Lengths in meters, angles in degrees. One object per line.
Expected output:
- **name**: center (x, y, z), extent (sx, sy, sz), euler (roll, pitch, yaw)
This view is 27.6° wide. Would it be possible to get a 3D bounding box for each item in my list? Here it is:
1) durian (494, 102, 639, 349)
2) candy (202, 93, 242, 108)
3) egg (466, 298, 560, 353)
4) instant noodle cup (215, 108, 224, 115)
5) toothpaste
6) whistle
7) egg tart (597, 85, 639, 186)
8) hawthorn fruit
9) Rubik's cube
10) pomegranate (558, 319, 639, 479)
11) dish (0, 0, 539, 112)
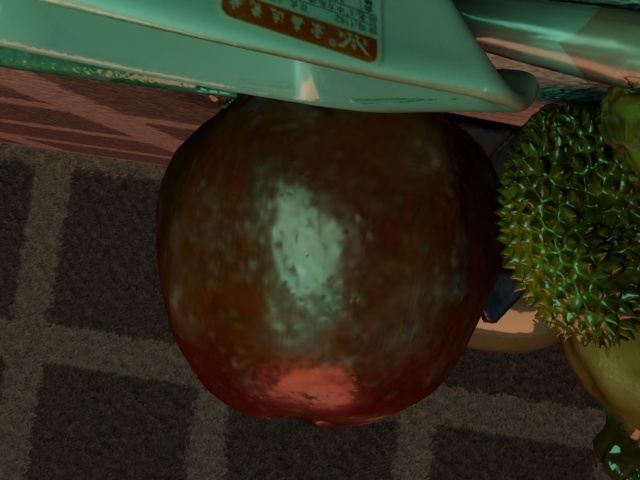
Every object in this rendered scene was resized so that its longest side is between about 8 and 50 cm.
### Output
- **durian**: center (0.190, -0.018, 0.896), extent (0.137, 0.168, 0.158), euler (-21, -176, 34)
- **candy**: center (-0.018, -0.103, 1.122), extent (0.182, 0.046, 0.053), euler (10, 178, -11)
- **egg**: center (0.196, 0.014, 1.414), extent (0.219, 0.219, 0.269), euler (8, -175, -39)
- **instant noodle cup**: center (-0.036, -0.025, 1.309), extent (0.178, 0.234, 0.235), euler (18, -179, 7)
- **toothpaste**: center (0.104, -0.091, 0.582), extent (0.205, 0.036, 0.056), euler (12, -177, 11)
- **whistle**: center (-0.144, -0.126, 0.882), extent (0.186, 0.039, 0.039), euler (8, 180, 6)
- **egg tart**: center (0.282, -0.020, 0.716), extent (0.294, 0.123, 0.294), euler (9, -178, 0)
- **hawthorn fruit**: center (0.000, 0.000, 0.949), extent (0.284, 0.284, 0.284), euler (8, 180, 0)
- **Rubik's cube**: center (0.192, -0.010, 1.186), extent (0.190, 0.178, 0.211), euler (5, -179, 12)
- **pomegranate**: center (0.341, 0.055, 1.049), extent (0.307, 0.307, 0.307), euler (8, 180, 0)
- **dish**: center (-0.025, -0.093, 0.498), extent (0.234, 0.064, 0.154), euler (9, 180, -28)
